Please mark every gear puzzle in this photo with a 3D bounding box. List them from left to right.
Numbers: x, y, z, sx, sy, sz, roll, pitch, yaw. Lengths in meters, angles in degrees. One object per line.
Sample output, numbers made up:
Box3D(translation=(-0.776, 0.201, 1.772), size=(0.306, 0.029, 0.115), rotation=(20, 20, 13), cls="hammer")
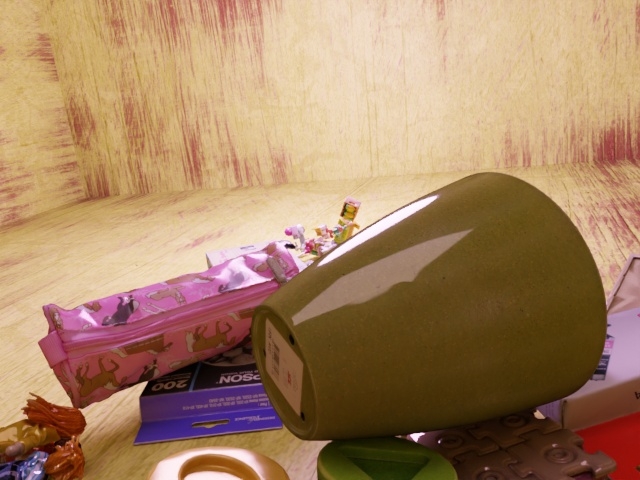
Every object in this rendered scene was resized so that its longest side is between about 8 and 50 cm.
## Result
Box3D(translation=(0.167, 0.225, 0.732), size=(0.176, 0.044, 0.339), rotation=(-13, 13, -14), cls="gear puzzle")

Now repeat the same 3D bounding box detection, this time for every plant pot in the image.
Box3D(translation=(0.087, 0.091, 0.647), size=(0.294, 0.274, 0.275), rotation=(-16, 17, -27), cls="plant pot")

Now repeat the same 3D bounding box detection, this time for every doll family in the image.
Box3D(translation=(-0.347, 0.256, 0.689), size=(0.163, 0.118, 0.263), rotation=(-10, 15, -12), cls="doll family")

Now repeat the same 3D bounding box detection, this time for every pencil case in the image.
Box3D(translation=(-0.199, 0.116, 0.898), size=(0.386, 0.167, 0.160), rotation=(-16, 40, -24), cls="pencil case")

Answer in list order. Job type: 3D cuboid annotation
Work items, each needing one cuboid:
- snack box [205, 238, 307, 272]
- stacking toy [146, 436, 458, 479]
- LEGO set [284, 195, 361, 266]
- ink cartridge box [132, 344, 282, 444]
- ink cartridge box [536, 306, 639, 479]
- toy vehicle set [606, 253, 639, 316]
Box3D(translation=(-0.150, 0.071, 1.409), size=(0.187, 0.060, 0.322), rotation=(-11, 15, -15), cls="snack box")
Box3D(translation=(0.026, 0.279, 0.488), size=(0.280, 0.130, 0.309), rotation=(2, 8, -33), cls="stacking toy")
Box3D(translation=(0.000, 0.000, 1.467), size=(0.107, 0.132, 0.287), rotation=(-25, 0, -34), cls="LEGO set")
Box3D(translation=(-0.153, 0.215, 0.903), size=(0.207, 0.045, 0.208), rotation=(-7, 16, 0), cls="ink cartridge box")
Box3D(translation=(0.399, 0.169, 0.714), size=(0.275, 0.060, 0.239), rotation=(-12, 22, -12), cls="ink cartridge box")
Box3D(translation=(0.562, 0.100, 0.882), size=(0.267, 0.035, 0.166), rotation=(8, 47, 45), cls="toy vehicle set")
